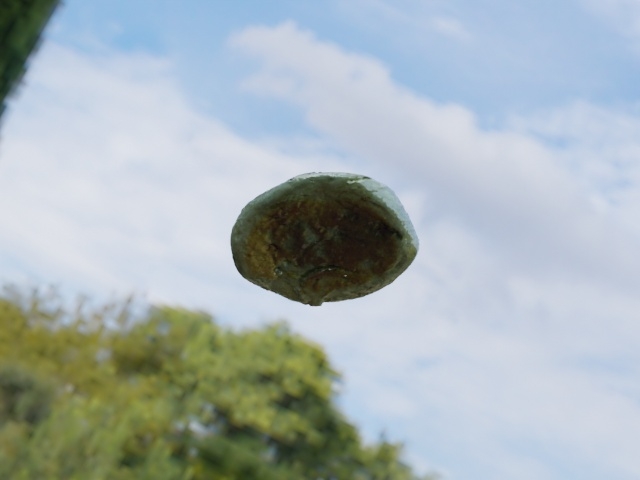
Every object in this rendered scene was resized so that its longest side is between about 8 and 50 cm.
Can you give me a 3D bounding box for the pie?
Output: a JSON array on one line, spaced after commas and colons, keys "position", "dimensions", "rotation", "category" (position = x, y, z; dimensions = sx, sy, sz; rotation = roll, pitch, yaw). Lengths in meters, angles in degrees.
[{"position": [0.000, 0.000, 0.843], "dimensions": [0.085, 0.017, 0.085], "rotation": [-1, -46, -1], "category": "pie"}]
